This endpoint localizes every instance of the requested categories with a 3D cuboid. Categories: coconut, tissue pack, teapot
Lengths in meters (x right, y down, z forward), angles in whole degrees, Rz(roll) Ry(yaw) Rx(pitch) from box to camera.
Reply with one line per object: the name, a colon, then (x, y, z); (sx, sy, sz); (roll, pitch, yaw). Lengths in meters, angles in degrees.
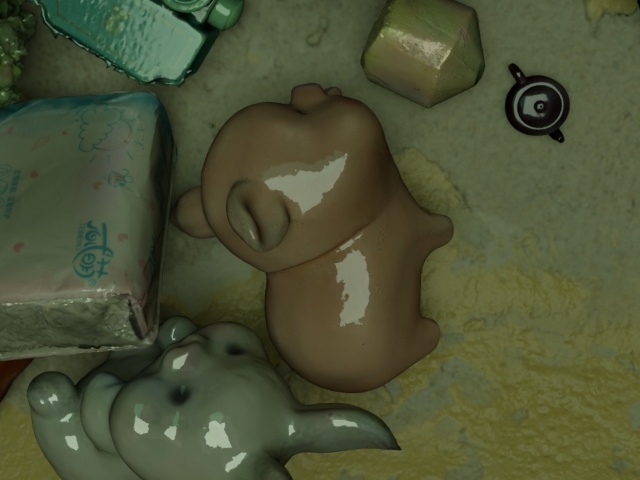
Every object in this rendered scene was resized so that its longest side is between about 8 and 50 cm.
coconut: (0.114, -0.199, 1.203); (0.122, 0.116, 0.116); (28, 100, 4)
tissue pack: (-0.259, -0.020, 1.181); (0.201, 0.271, 0.124); (-6, 143, 8)
teapot: (0.232, -0.148, 1.238); (0.068, 0.045, 0.100); (-34, 96, 6)

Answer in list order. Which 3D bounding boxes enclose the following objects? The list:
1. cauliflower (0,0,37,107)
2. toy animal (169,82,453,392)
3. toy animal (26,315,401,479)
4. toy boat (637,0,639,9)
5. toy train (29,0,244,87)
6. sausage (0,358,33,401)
cauliflower: (-0.392, -0.249, 1.146); (0.239, 0.315, 0.256); (-22, 64, -26)
toy animal: (0.000, 0.000, 1.205); (0.269, 0.237, 0.326); (-3, 97, -25)
toy animal: (-0.113, 0.205, 1.172); (0.368, 0.196, 0.241); (-7, 116, 44)
toy boat: (0.323, -0.286, 1.169); (0.332, 0.145, 0.133); (40, 122, -1)
toy train: (-0.190, -0.261, 1.218); (0.203, 0.112, 0.163); (33, 106, -1)
sausage: (-0.399, 0.165, 1.307); (0.083, 0.089, 0.300); (41, 99, 3)
